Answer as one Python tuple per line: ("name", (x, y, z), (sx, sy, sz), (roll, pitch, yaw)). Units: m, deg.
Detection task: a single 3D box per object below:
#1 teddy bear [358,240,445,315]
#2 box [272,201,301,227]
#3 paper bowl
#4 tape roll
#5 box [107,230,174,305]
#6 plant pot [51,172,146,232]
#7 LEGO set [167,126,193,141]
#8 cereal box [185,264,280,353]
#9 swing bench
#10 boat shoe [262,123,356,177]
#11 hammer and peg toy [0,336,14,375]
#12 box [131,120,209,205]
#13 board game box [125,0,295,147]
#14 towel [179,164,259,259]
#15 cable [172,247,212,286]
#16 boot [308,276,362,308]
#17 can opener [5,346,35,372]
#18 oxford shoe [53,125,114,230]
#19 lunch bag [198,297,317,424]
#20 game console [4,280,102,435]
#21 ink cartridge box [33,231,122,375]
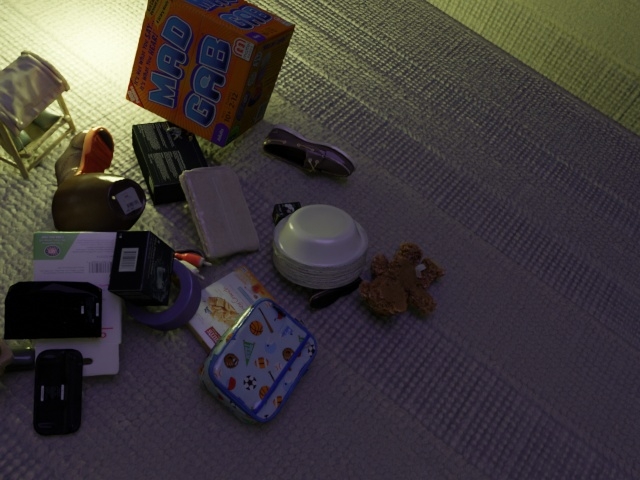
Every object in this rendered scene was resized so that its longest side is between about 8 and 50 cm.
("teddy bear", (0.251, 0.128, 1.943), (0.245, 0.113, 0.338), (30, 44, -3))
("box", (-0.104, -0.082, 1.999), (0.083, 0.062, 0.052), (-6, 59, -21))
("paper bowl", (0.000, 0.000, 1.874), (0.284, 0.148, 0.284), (3, 38, -2))
("tape roll", (-0.420, 0.141, 1.687), (0.189, 0.080, 0.189), (-3, 69, 8))
("box", (-0.445, 0.072, 1.587), (0.093, 0.158, 0.156), (-1, 70, 11))
("plant pot", (-0.574, -0.094, 1.711), (0.215, 0.230, 0.215), (8, 79, -43))
("LEGO set", (-0.440, -0.339, 1.984), (0.083, 0.023, 0.054), (3, 53, -16))
("cereal box", (-0.256, 0.193, 1.765), (0.240, 0.047, 0.173), (-33, 69, -33))
("swing bench", (-0.868, -0.373, 1.859), (0.165, 0.254, 0.253), (26, 52, 2))
("boat shoe", (-0.039, -0.284, 2.136), (0.324, 0.116, 0.096), (26, 57, 8))
("hammer and peg toy", (-0.901, 0.256, 1.366), (0.266, 0.127, 0.361), (40, 46, 25))
("box", (-0.469, -0.251, 1.988), (0.184, 0.103, 0.261), (-13, 59, -23))
("board game box", (-0.346, -0.577, 2.034), (0.356, 0.356, 0.356), (27, 30, 3))
("towel", (-0.300, -0.087, 1.880), (0.187, 0.049, 0.282), (-12, 80, -42))
("cable", (-0.446, 0.040, 1.801), (0.287, 0.072, 0.139), (27, 56, 3))
("boot", (0.011, 0.117, 1.894), (0.198, 0.077, 0.137), (-19, 57, -42))
("can opener", (-0.836, 0.271, 1.518), (0.283, 0.076, 0.095), (-1, 60, -19))
("oxford shoe", (-0.721, -0.170, 1.868), (0.133, 0.130, 0.363), (-4, 57, 21))
("lunch bag", (-0.149, 0.311, 1.649), (0.243, 0.115, 0.303), (44, 55, -8))
("game console", (-0.631, 0.276, 1.491), (0.213, 0.044, 0.361), (1, 86, -14))
("ink cartridge box", (-0.605, 0.158, 1.590), (0.207, 0.119, 0.353), (0, 85, -16))
